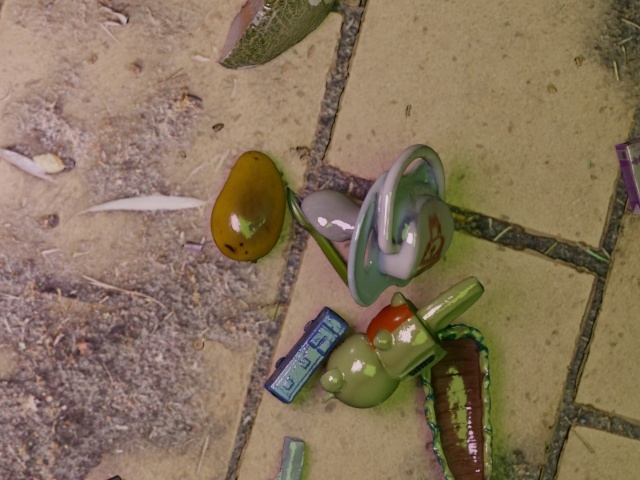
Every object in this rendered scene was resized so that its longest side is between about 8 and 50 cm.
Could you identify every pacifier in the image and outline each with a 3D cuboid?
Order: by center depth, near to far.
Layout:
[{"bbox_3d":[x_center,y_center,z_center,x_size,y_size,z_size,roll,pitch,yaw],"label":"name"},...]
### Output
[{"bbox_3d":[0.073,-0.036,1.802,0.207,0.279,0.227,13,107,26],"label":"pacifier"}]

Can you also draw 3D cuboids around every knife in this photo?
[{"bbox_3d":[0.000,0.000,1.855,0.026,0.022,0.184,-44,104,-36],"label":"knife"}]

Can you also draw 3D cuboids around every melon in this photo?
[{"bbox_3d":[-0.070,-0.326,1.775,0.202,0.139,0.093,-38,80,-9],"label":"melon"}]

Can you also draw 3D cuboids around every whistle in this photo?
[{"bbox_3d":[0.114,0.146,1.820,0.288,0.131,0.106,-40,63,6],"label":"whistle"}]

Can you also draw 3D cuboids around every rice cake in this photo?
[{"bbox_3d":[-0.055,0.378,1.852,0.042,0.030,0.180,11,89,-13],"label":"rice cake"}]

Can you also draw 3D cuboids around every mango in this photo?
[{"bbox_3d":[-0.100,-0.049,1.796,0.103,0.076,0.161,12,81,-11],"label":"mango"}]

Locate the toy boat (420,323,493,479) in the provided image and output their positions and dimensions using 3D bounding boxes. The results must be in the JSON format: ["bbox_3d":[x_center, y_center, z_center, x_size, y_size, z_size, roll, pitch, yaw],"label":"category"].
[{"bbox_3d":[0.209,0.269,1.895,0.108,0.099,0.293,-6,87,-15],"label":"toy boat"}]

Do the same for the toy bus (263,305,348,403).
[{"bbox_3d":[-0.019,0.167,1.837,0.051,0.061,0.153,40,83,-9],"label":"toy bus"}]

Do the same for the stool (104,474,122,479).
[{"bbox_3d":[-0.336,0.490,1.702,0.269,0.170,0.243,-21,98,-14],"label":"stool"}]

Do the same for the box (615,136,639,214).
[{"bbox_3d":[0.507,-0.102,1.994,0.050,0.036,0.117,-20,99,-14],"label":"box"}]
